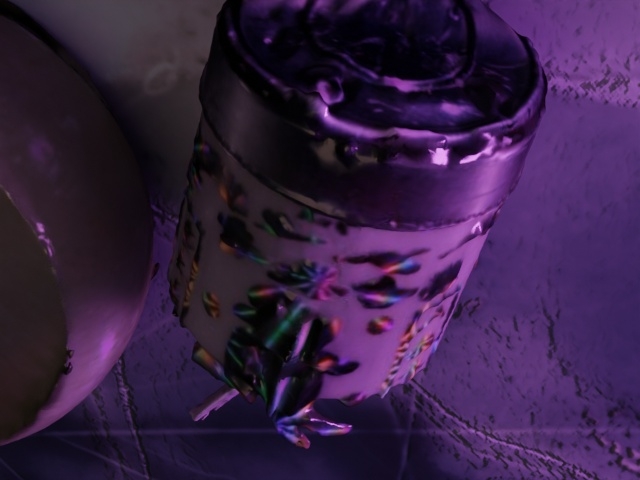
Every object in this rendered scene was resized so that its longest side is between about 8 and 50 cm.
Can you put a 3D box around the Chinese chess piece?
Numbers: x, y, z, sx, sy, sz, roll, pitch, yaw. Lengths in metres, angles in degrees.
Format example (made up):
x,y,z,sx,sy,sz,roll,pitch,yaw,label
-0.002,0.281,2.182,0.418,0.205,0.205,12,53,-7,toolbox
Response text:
x,y,z,sx,sy,sz,roll,pitch,yaw,label
-0.290,-0.013,0.794,0.349,0.146,0.349,11,126,16,Chinese chess piece

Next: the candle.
x,y,z,sx,sy,sz,roll,pitch,yaw,label
0.000,0.000,0.661,0.187,0.187,0.330,23,130,6,candle
